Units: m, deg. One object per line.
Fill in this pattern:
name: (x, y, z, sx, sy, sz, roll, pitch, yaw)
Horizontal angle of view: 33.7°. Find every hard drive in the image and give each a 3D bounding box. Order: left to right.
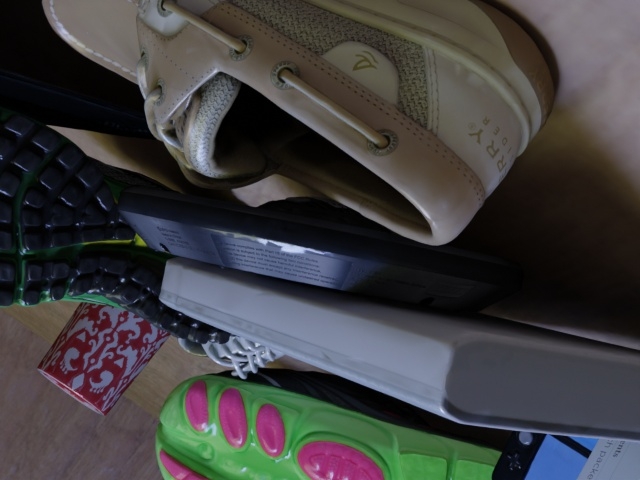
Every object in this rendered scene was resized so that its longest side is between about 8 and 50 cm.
hard drive: (0.059, 0.057, 0.607, 0.203, 0.040, 0.307, 11, 180, -31)

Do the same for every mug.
mug: (-0.222, 0.108, 1.185, 0.113, 0.169, 0.150, 27, 160, 20)

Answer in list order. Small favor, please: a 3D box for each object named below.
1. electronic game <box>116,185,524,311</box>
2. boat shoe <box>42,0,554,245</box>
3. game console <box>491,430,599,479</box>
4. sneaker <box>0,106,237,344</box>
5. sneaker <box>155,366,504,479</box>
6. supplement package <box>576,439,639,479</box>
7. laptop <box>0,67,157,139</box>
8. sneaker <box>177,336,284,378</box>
electronic game: (0.000, 0.000, 0.595, 0.229, 0.048, 0.229, 11, 180, 0)
boat shoe: (-0.043, -0.080, 0.506, 0.302, 0.098, 0.109, 23, 159, 33)
game console: (0.181, 0.165, 0.770, 0.122, 0.107, 0.071, 31, -169, 35)
sneaker: (-0.204, -0.011, 0.813, 0.343, 0.134, 0.146, 25, 178, -35)
sneaker: (0.087, 0.225, 1.007, 0.482, 0.185, 0.202, 24, -163, 10)
supplement package: (0.221, 0.232, 0.568, 0.204, 0.262, 0.145, 44, 160, -27)
laptop: (-0.295, -0.224, 0.720, 0.382, 0.236, 0.408, 12, 123, 49)
sneaker: (-0.053, 0.083, 0.948, 0.094, 0.091, 0.258, 41, 161, -18)
